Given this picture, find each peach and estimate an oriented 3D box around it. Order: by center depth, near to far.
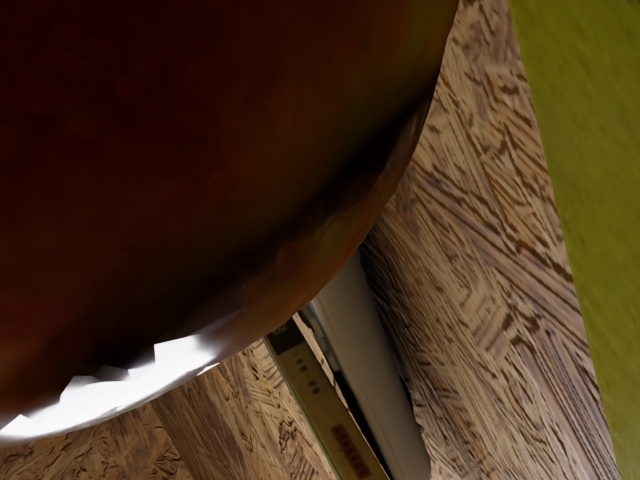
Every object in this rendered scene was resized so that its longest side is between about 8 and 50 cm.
[{"bbox_3d":[-0.135,-0.122,0.470,0.370,0.370,0.370,59,166,24],"label":"peach"}]

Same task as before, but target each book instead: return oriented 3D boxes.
[{"bbox_3d":[0.007,0.111,0.926,0.231,0.026,0.161,58,175,45],"label":"book"}]

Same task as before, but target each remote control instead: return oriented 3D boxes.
[{"bbox_3d":[0.000,0.000,0.856,0.313,0.055,0.109,67,174,-31],"label":"remote control"}]

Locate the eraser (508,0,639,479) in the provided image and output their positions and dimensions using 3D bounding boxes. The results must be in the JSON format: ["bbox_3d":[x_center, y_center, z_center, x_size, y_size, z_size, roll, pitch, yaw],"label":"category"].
[{"bbox_3d":[0.123,0.029,0.358,0.158,0.069,0.226,43,156,56],"label":"eraser"}]
